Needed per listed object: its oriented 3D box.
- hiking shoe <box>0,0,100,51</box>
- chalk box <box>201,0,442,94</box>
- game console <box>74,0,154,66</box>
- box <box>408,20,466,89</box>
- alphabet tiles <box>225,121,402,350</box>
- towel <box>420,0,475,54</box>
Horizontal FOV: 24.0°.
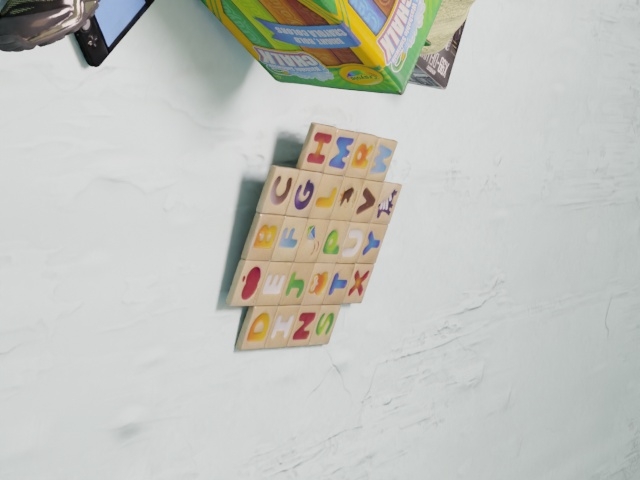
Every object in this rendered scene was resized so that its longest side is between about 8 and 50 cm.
[{"bbox_3d":[-0.234,-0.260,1.311,0.114,0.086,0.227,59,44,-35],"label":"hiking shoe"},{"bbox_3d":[0.013,-0.272,1.591,0.289,0.180,0.179,44,63,-46],"label":"chalk box"},{"bbox_3d":[-0.176,-0.234,1.418,0.122,0.071,0.107,-56,146,-33],"label":"game console"},{"bbox_3d":[0.106,-0.351,1.886,0.307,0.076,0.242,26,79,-61],"label":"box"},{"bbox_3d":[0.000,0.000,1.869,0.342,0.011,0.285,4,108,-62],"label":"alphabet tiles"},{"bbox_3d":[0.119,-0.261,1.797,0.148,0.027,0.110,-12,144,-40],"label":"towel"}]
